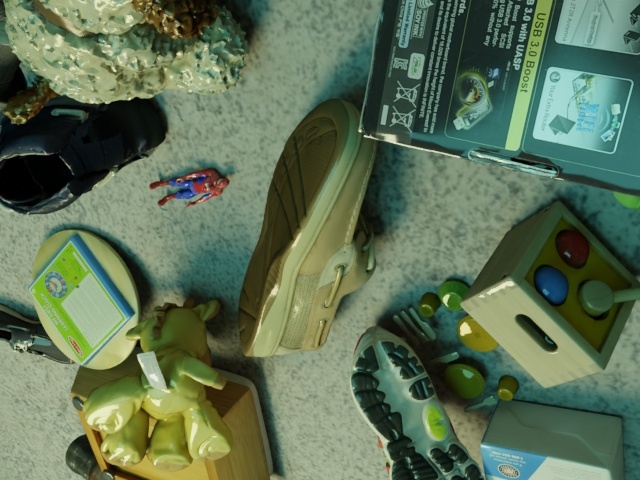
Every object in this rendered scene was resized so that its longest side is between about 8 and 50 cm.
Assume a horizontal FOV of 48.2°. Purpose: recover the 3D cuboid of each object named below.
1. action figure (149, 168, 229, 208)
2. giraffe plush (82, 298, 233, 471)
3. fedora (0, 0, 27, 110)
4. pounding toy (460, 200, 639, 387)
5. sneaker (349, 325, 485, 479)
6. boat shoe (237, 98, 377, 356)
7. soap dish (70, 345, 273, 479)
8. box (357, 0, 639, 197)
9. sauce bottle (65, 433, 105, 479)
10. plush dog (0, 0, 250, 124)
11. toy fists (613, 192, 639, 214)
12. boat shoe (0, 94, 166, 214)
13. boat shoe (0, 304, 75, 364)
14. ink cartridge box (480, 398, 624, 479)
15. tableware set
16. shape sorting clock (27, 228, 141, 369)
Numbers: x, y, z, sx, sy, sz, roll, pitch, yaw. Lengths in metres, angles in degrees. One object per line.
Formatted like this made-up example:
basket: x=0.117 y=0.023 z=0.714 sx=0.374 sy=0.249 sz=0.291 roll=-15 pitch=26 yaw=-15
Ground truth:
action figure: x=-0.151 y=-0.061 z=0.841 sx=0.115 sy=0.030 sz=0.038 roll=-8 pitch=112 yaw=33
giraffe plush: x=-0.193 y=0.162 z=0.908 sx=0.181 sy=0.171 sz=0.210 roll=6 pitch=123 yaw=-6
fedora: x=-0.405 y=-0.267 z=0.750 sx=0.275 sy=0.244 sz=0.124 roll=45 pitch=103 yaw=-1
pounding toy: x=0.227 y=0.047 z=0.629 sx=0.141 sy=0.130 sz=0.100 roll=44 pitch=145 yaw=-3
sneaker: x=0.112 y=0.223 z=0.818 sx=0.107 sy=0.118 sz=0.279 roll=-18 pitch=99 yaw=2
boat shoe: x=0.000 y=0.000 z=0.748 sx=0.110 sy=0.122 sz=0.341 roll=6 pitch=138 yaw=-18
soap dish: x=-0.222 y=0.286 z=1.064 sx=0.290 sy=0.118 sz=0.229 roll=9 pitch=125 yaw=24
box: x=0.208 y=-0.218 z=0.380 sx=0.318 sy=0.097 sz=0.395 roll=16 pitch=106 yaw=24
sauce bottle: x=-0.306 y=0.417 z=1.181 sx=0.344 sy=0.111 sz=0.112 roll=16 pitch=130 yaw=43
plush dog: x=-0.197 y=-0.219 z=0.604 sx=0.262 sy=0.211 sz=0.225 roll=41 pitch=154 yaw=1
toy fists: x=0.338 y=-0.005 z=0.503 sx=0.279 sy=0.142 sz=0.096 roll=33 pitch=133 yaw=8
boat shoe: x=-0.356 y=-0.096 z=0.849 sx=0.340 sy=0.158 sz=0.127 roll=-10 pitch=115 yaw=36
boat shoe: x=-0.484 y=0.168 z=1.176 sx=0.206 sy=0.065 sz=0.075 roll=18 pitch=129 yaw=20
ink cartridge box: x=0.266 y=0.297 z=0.803 sx=0.134 sy=0.078 sz=0.231 roll=4 pitch=123 yaw=30
tableware set: x=0.159 y=0.115 z=0.780 sx=0.104 sy=0.024 sz=0.154 roll=-31 pitch=101 yaw=38
shape sorting clock: x=-0.335 y=0.085 z=1.023 sx=0.206 sy=0.040 sz=0.206 roll=5 pitch=103 yaw=24
